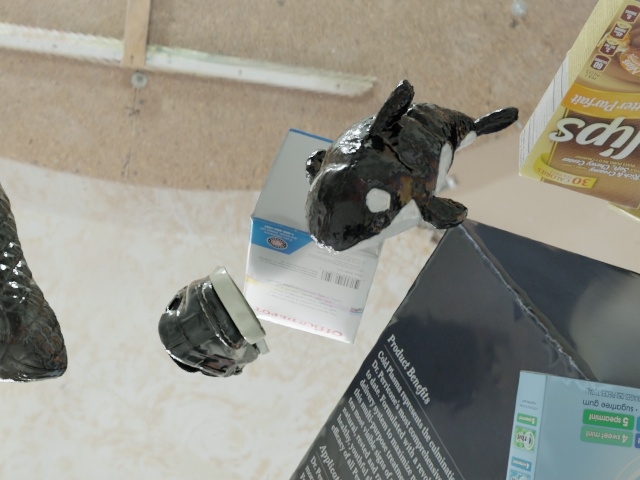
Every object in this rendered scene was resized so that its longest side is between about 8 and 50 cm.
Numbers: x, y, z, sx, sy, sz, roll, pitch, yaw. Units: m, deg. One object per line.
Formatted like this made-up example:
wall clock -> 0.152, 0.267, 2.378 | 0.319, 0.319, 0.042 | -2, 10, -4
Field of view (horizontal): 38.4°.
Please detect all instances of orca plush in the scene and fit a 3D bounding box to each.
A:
orca plush -> 0.089, -0.091, 0.820 | 0.287, 0.151, 0.102 | -23, -43, -37

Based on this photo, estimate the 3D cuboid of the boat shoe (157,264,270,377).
boat shoe -> -0.132, 0.109, 1.091 | 0.113, 0.340, 0.127 | -31, -90, -7

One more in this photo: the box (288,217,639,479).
box -> 0.269, 0.286, 1.051 | 0.480, 0.297, 0.472 | 16, -63, -31

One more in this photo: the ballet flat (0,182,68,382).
ballet flat -> -0.194, 0.020, 0.546 | 0.057, 0.173, 0.049 | -43, -42, 15

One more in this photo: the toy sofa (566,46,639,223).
toy sofa -> 0.532, -0.193, 1.439 | 0.177, 0.150, 0.362 | -40, -49, -12

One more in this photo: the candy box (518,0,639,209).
candy box -> 0.401, -0.188, 1.183 | 0.183, 0.087, 0.316 | 16, -39, -4

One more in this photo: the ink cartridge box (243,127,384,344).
ink cartridge box -> 0.000, 0.000, 1.267 | 0.171, 0.168, 0.233 | 17, -36, 3

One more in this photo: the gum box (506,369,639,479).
gum box -> 0.211, 0.198, 0.676 | 0.157, 0.041, 0.184 | 10, -97, -18
